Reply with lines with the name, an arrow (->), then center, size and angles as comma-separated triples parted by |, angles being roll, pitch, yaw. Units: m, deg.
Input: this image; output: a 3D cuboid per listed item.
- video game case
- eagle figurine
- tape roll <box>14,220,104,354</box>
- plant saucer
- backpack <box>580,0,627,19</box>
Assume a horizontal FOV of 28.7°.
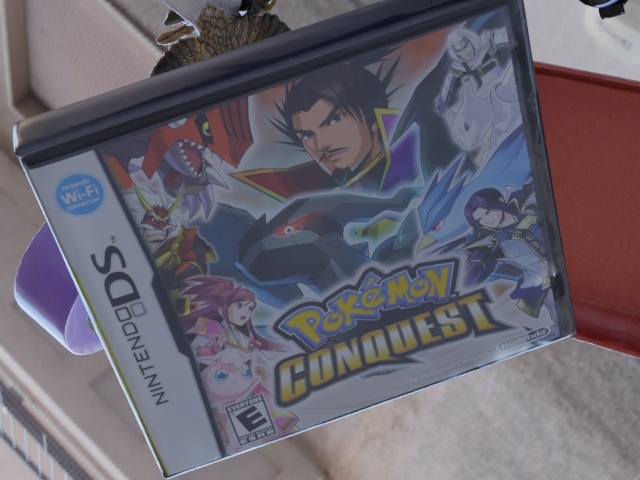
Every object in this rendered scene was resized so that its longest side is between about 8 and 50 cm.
video game case -> 0.000, 0.000, 0.715 | 0.275, 0.248, 0.035 | -19, -145, -3
eagle figurine -> -0.086, -0.171, 1.449 | 0.225, 0.226, 0.298 | 5, -121, -20
tape roll -> -0.231, 0.025, 1.347 | 0.080, 0.189, 0.189 | 39, -118, 18
plant saucer -> 0.266, -0.025, 1.090 | 0.258, 0.259, 0.048 | 16, -147, 29
backpack -> 0.127, -0.222, 0.598 | 0.158, 0.117, 0.173 | -42, -127, 14
